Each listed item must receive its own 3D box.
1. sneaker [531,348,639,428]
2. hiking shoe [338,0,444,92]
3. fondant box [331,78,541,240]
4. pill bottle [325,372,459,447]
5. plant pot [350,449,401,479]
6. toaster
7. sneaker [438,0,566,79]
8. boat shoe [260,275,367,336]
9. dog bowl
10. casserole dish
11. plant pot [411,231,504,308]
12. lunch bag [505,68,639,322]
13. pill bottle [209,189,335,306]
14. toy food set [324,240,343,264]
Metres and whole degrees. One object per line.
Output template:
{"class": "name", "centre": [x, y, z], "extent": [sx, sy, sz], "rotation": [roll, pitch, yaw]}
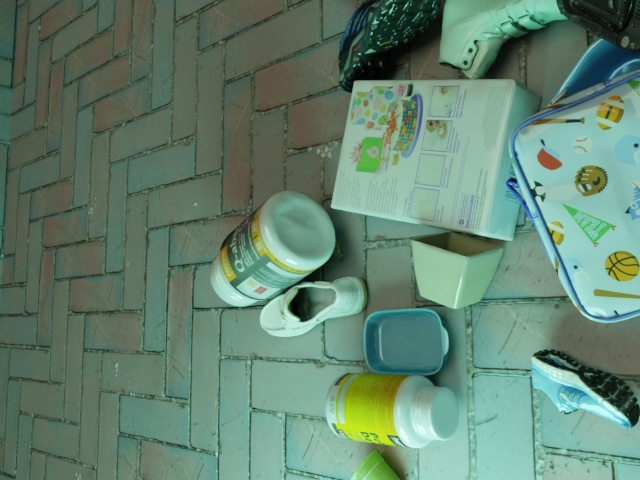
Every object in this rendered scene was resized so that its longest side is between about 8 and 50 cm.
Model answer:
{"class": "sneaker", "centre": [0.370, 0.218, 0.925], "extent": [0.162, 0.064, 0.073], "rotation": [30, 123, 46]}
{"class": "hiking shoe", "centre": [0.107, -0.400, 1.170], "extent": [0.304, 0.113, 0.132], "rotation": [-44, 49, 50]}
{"class": "fondant box", "centre": [0.183, -0.145, 1.112], "extent": [0.330, 0.096, 0.238], "rotation": [13, 94, 43]}
{"class": "pill bottle", "centre": [0.120, 0.285, 1.102], "extent": [0.215, 0.117, 0.117], "rotation": [-9, 79, 43]}
{"class": "plant pot", "centre": [0.105, 0.422, 1.135], "extent": [0.079, 0.083, 0.083], "rotation": [33, 108, 29]}
{"class": "toaster", "centre": [0.409, -0.337, 0.834], "extent": [0.227, 0.147, 0.129], "rotation": [-120, 16, -50]}
{"class": "sneaker", "centre": [0.300, -0.319, 1.027], "extent": [0.256, 0.094, 0.151], "rotation": [18, 100, 45]}
{"class": "boat shoe", "centre": [-0.039, 0.127, 1.289], "extent": [0.277, 0.096, 0.098], "rotation": [-25, 70, 40]}
{"class": "dog bowl", "centre": [0.396, -0.165, 0.925], "extent": [0.166, 0.074, 0.297], "rotation": [47, 117, 37]}
{"class": "casserole dish", "centre": [0.152, 0.177, 1.142], "extent": [0.189, 0.037, 0.114], "rotation": [-10, 78, 43]}
{"class": "plant pot", "centre": [0.215, 0.050, 1.055], "extent": [0.109, 0.109, 0.096], "rotation": [20, 110, 43]}
{"class": "lunch bag", "centre": [0.379, -0.060, 0.825], "extent": [0.243, 0.115, 0.303], "rotation": [-23, 92, 29]}
{"class": "pill bottle", "centre": [-0.106, 0.027, 1.304], "extent": [0.278, 0.162, 0.162], "rotation": [-36, 61, 48]}
{"class": "toy food set", "centre": [0.000, 0.000, 1.323], "extent": [0.078, 0.019, 0.122], "rotation": [-40, 67, 34]}
